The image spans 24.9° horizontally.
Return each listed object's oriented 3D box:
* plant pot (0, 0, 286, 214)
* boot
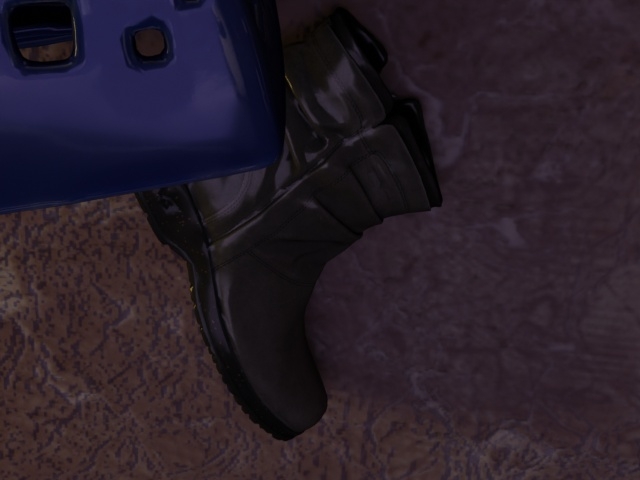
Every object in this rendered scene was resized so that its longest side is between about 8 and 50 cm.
[{"bbox_3d":[-0.147,-0.152,0.660,0.236,0.236,0.212,-9,118,2],"label":"plant pot"},{"bbox_3d":[0.000,0.000,0.837,0.161,0.083,0.246,-19,118,8],"label":"boot"}]
